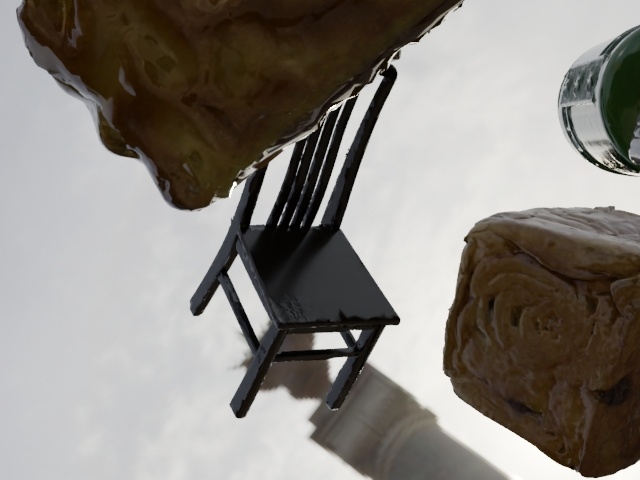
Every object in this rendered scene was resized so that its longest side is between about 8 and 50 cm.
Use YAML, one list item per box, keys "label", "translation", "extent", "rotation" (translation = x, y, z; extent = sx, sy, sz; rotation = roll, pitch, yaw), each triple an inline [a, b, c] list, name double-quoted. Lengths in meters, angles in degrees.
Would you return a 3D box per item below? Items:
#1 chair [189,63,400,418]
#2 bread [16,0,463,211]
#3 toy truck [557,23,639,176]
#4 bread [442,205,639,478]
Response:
- label: "chair"
  translation: [0.000, 0.000, 0.726]
  extent: [0.084, 0.101, 0.212]
  rotation: [-1, -45, -32]
- label: "bread"
  translation: [0.017, -0.115, 0.401]
  extent: [0.222, 0.096, 0.181]
  rotation: [-40, 7, 15]
- label: "toy truck"
  translation: [0.195, -0.066, 0.620]
  extent: [0.242, 0.125, 0.101]
  rotation: [-75, 2, -85]
- label: "bread"
  translation: [0.184, 0.059, 0.831]
  extent: [0.143, 0.158, 0.149]
  rotation: [-3, -74, -42]
